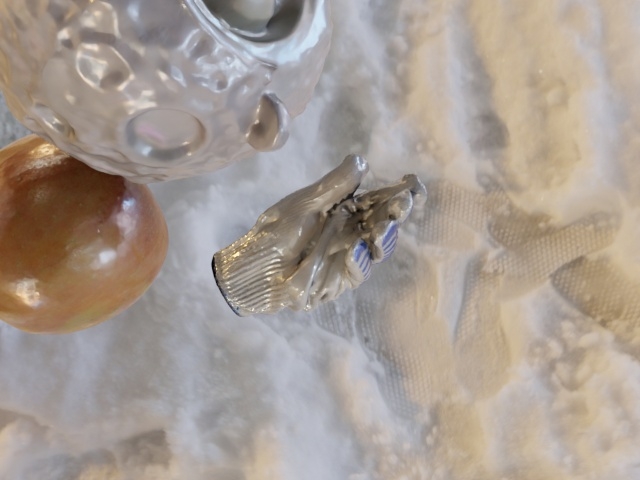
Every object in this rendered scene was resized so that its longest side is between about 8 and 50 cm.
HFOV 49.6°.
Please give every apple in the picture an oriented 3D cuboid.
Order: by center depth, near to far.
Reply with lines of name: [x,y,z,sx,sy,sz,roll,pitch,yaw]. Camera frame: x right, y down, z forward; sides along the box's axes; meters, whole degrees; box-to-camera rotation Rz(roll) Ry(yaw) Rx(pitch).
apple: [-0.316,-0.009,0.834,0.253,0.253,0.253,-3,69,7]

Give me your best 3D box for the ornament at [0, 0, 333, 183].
ornament: [-0.162,-0.220,0.666,0.337,0.337,0.337,-3,69,7]

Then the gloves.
gloves: [-0.001,0.000,0.657,0.229,0.097,0.119,-25,94,28]
